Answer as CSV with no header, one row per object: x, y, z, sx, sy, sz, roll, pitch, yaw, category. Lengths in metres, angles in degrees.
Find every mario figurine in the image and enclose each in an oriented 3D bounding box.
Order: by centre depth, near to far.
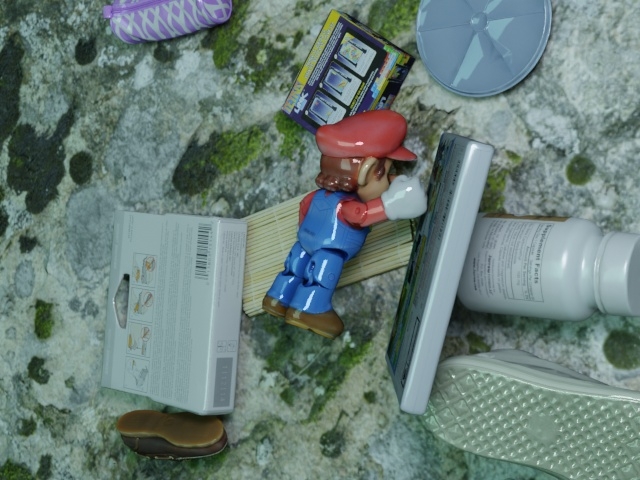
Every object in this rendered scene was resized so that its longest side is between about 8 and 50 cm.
0.051,-0.024,1.772,0.198,0.170,0.320,24,93,21,mario figurine

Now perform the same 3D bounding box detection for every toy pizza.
0.220,-0.292,1.741,0.201,0.032,0.201,-1,89,33,toy pizza

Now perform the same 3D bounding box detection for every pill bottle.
0.293,0.034,1.624,0.229,0.131,0.131,5,92,34,pill bottle

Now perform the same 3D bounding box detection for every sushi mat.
0.000,0.000,1.892,0.316,0.019,0.151,-20,77,32,sushi mat

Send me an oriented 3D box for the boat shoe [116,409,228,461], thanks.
-0.222,0.308,2.012,0.207,0.073,0.073,2,128,37,boat shoe

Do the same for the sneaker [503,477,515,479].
0.232,0.399,1.707,0.083,0.071,0.190,37,107,43,sneaker

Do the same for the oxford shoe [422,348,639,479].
0.344,0.241,1.596,0.449,0.130,0.169,18,102,18,oxford shoe

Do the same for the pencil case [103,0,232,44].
-0.234,-0.360,2.017,0.206,0.088,0.086,-9,82,34,pencil case

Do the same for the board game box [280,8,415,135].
0.037,-0.223,1.854,0.141,0.048,0.170,40,110,30,board game box

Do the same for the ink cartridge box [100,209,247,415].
-0.230,0.104,2.017,0.261,0.066,0.296,7,92,45,ink cartridge box

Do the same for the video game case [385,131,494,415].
0.145,0.029,1.645,0.036,0.300,0.329,13,97,-2,video game case
